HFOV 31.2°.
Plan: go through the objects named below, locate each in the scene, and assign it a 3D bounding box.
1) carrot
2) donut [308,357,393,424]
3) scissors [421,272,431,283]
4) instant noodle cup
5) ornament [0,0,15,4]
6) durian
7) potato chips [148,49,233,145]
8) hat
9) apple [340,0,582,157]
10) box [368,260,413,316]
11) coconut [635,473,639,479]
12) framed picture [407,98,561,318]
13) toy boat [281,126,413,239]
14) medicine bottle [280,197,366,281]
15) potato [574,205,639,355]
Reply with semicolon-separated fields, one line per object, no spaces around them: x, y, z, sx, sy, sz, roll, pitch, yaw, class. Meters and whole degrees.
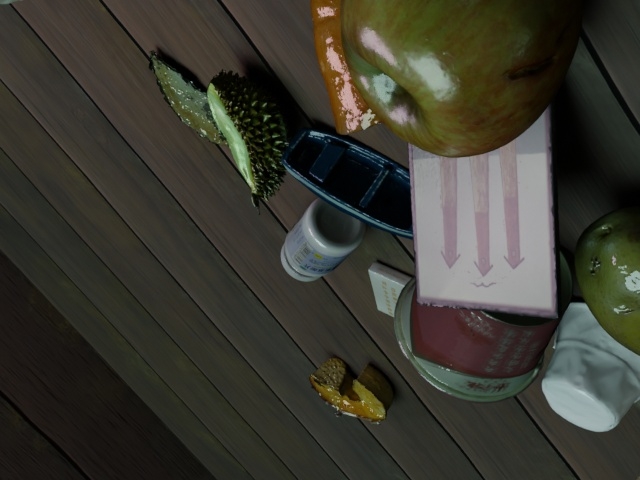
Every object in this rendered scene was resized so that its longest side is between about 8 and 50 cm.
0.052;-0.263;1.391;0.159;0.159;0.225;2;120;51;carrot
0.074;0.304;2.320;0.181;0.078;0.146;-4;132;46;donut
0.203;-0.053;1.482;0.144;0.017;0.247;14;99;41;scissors
0.240;0.088;1.622;0.235;0.235;0.178;35;143;9;instant noodle cup
-0.559;-0.506;1.831;0.130;0.120;0.285;10;140;48;ornament
-0.090;-0.165;1.755;0.096;0.137;0.220;-2;117;27;durian
-0.190;-0.228;1.894;0.220;0.029;0.202;20;148;39;potato chips
0.403;0.198;1.670;0.203;0.126;0.203;28;152;16;hat
0.153;-0.231;1.225;0.264;0.264;0.264;31;152;18;apple
0.184;0.118;1.932;0.220;0.032;0.122;25;149;29;box
0.571;0.400;1.566;0.323;0.323;0.323;31;152;18;coconut
0.198;-0.071;1.428;0.244;0.013;0.323;3;97;51;framed picture
0.082;-0.069;1.711;0.299;0.096;0.061;30;161;16;toy boat
0.000;0.000;1.908;0.103;0.103;0.186;40;153;-1;medicine bottle
0.422;0.067;1.411;0.251;0.159;0.174;42;179;-23;potato
